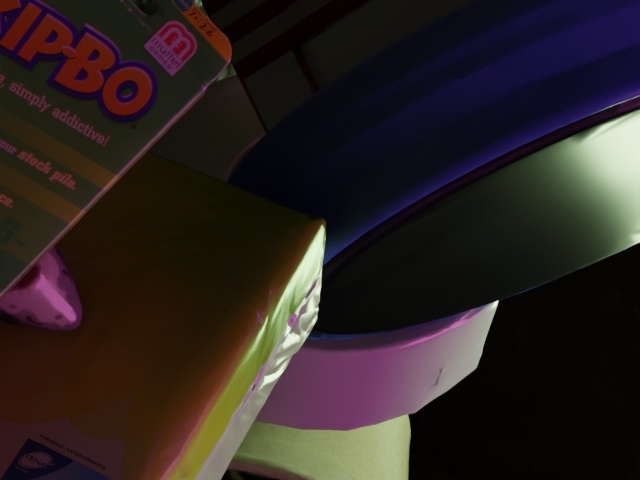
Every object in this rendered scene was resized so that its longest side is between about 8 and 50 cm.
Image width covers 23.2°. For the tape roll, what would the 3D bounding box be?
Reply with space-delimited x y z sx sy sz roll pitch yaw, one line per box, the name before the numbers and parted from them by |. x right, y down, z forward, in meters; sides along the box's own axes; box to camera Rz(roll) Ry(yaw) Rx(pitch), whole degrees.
tape roll | 0.000 0.000 1.166 0.286 0.286 0.100 -56 165 -39

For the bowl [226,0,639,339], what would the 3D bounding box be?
bowl | 0.134 -0.047 0.919 0.391 0.077 0.391 -21 165 -6

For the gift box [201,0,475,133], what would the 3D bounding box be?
gift box | 0.075 -0.168 1.031 0.258 0.255 0.276 -28 169 28

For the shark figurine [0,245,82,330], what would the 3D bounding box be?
shark figurine | -0.180 -0.105 0.726 0.116 0.166 0.278 174 -77 -75

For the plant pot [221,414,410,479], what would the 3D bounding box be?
plant pot | -0.043 0.252 1.487 0.305 0.334 0.334 -68 175 -59

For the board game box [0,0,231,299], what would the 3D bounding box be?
board game box | -0.164 -0.033 0.650 0.259 0.124 0.039 -46 -165 -12

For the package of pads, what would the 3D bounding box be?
package of pads | -0.161 0.075 0.754 0.296 0.229 0.101 -58 163 -31
